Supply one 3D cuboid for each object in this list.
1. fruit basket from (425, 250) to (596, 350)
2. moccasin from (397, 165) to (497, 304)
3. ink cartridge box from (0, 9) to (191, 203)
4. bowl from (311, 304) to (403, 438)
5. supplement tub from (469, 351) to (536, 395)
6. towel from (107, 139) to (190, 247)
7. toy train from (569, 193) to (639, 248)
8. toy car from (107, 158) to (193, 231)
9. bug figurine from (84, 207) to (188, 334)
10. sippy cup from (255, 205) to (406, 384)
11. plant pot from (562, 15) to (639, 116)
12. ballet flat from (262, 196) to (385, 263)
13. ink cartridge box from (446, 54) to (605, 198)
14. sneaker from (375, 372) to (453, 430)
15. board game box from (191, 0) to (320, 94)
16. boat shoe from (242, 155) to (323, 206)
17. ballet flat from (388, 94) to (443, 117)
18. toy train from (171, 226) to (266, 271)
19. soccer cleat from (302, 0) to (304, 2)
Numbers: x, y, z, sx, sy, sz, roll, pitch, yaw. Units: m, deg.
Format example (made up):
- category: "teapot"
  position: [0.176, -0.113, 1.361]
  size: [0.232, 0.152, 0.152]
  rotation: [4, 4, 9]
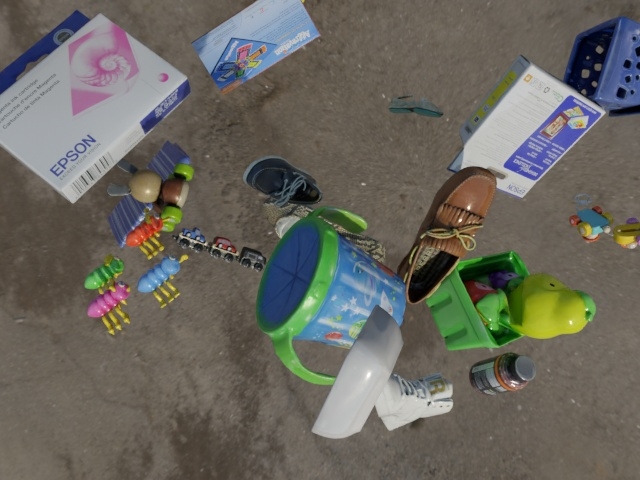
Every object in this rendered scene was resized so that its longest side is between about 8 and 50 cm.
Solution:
- category: "fruit basket"
  position: [0.536, 0.158, 1.534]
  size: [0.393, 0.392, 0.282]
  rotation: [-26, 74, 11]
- category: "moccasin"
  position: [0.294, -0.005, 1.325]
  size: [0.139, 0.147, 0.380]
  rotation: [26, 120, -12]
- category: "ink cartridge box"
  position: [-0.481, -0.285, 1.072]
  size: [0.330, 0.071, 0.324]
  rotation: [37, 72, 9]
- category: "bowl"
  position: [0.050, 0.160, 0.659]
  size: [0.053, 0.142, 0.142]
  rotation: [28, 110, 10]
- category: "supplement tub"
  position: [0.520, 0.378, 1.584]
  size: [0.106, 0.198, 0.105]
  rotation: [9, 65, -19]
- category: "towel"
  position: [-0.531, -0.152, 1.722]
  size: [0.040, 0.243, 0.336]
  rotation: [37, 91, -35]
- category: "toy train"
  position: [0.526, -0.031, 0.974]
  size: [0.167, 0.125, 0.046]
  rotation: [12, 134, 29]
- category: "toy car"
  position: [-0.445, -0.133, 1.440]
  size: [0.189, 0.149, 0.154]
  rotation: [19, 67, -23]
- category: "bug figurine"
  position: [-0.363, 0.053, 1.077]
  size: [0.216, 0.279, 0.072]
  rotation: [-40, 125, -3]
- category: "sippy cup"
  position: [0.030, 0.101, 1.052]
  size: [0.224, 0.240, 0.305]
  rotation: [26, 93, -24]
- category: "plant pot"
  position: [0.862, -0.482, 1.616]
  size: [0.212, 0.236, 0.235]
  rotation: [14, 97, -6]
- category: "ballet flat"
  position: [0.000, 0.000, 1.946]
  size: [0.483, 0.182, 0.164]
  rotation: [25, 132, -2]
- category: "ink cartridge box"
  position: [0.506, -0.270, 1.405]
  size: [0.304, 0.072, 0.307]
  rotation: [15, 129, -33]
- category: "sneaker"
  position: [0.191, 0.311, 1.178]
  size: [0.169, 0.292, 0.108]
  rotation: [-20, 58, 6]
- category: "board game box"
  position: [-0.156, -0.488, 1.349]
  size: [0.282, 0.027, 0.145]
  rotation: [-28, 106, 11]
- category: "boat shoe"
  position: [-0.079, -0.126, 1.287]
  size: [0.095, 0.255, 0.079]
  rotation: [-49, 65, 13]
- category: "ballet flat"
  position: [0.265, -0.378, 1.549]
  size: [0.168, 0.057, 0.052]
  rotation: [15, 90, 31]
- category: "toy train"
  position: [-0.156, 0.012, 0.878]
  size: [0.159, 0.027, 0.036]
  rotation: [20, 90, -28]
- category: "soccer cleat"
  position: [-0.134, -0.697, 1.703]
  size: [0.289, 0.093, 0.121]
  rotation: [-42, 42, -21]
